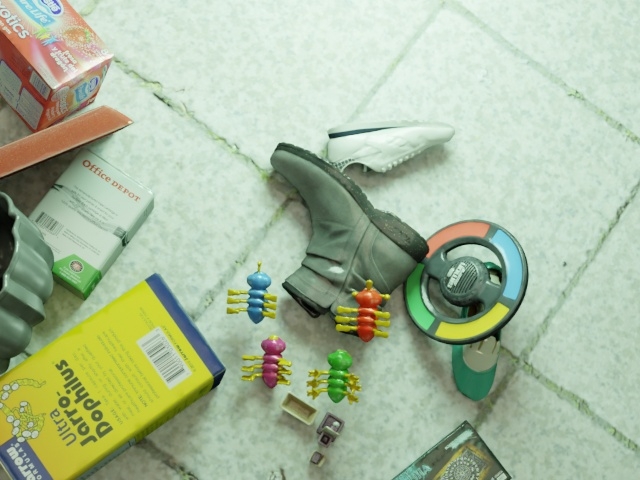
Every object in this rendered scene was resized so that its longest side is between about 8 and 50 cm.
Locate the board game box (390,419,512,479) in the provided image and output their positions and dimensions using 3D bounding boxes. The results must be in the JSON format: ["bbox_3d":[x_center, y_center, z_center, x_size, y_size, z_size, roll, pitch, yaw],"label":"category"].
[{"bbox_3d":[0.216,0.410,1.940,0.186,0.026,0.126,-35,83,-15],"label":"board game box"}]

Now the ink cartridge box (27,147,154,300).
[{"bbox_3d":[-0.398,-0.028,1.926,0.153,0.087,0.208,35,74,2],"label":"ink cartridge box"}]

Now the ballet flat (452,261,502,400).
[{"bbox_3d":[0.280,0.152,1.984,0.083,0.087,0.247,10,75,-8],"label":"ballet flat"}]

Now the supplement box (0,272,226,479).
[{"bbox_3d":[-0.352,0.241,1.809,0.356,0.194,0.195,-35,84,-15],"label":"supplement box"}]

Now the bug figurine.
[{"bbox_3d":[-0.020,0.156,1.901,0.279,0.072,0.216,9,96,13],"label":"bug figurine"}]

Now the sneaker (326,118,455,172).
[{"bbox_3d":[0.128,-0.170,2.054,0.235,0.090,0.095,-6,90,-6],"label":"sneaker"}]

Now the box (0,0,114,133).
[{"bbox_3d":[-0.512,-0.352,1.943,0.300,0.154,0.142,48,53,6],"label":"box"}]

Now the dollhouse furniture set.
[{"bbox_3d":[-0.022,0.308,1.901,0.114,0.081,0.091,32,73,0],"label":"dollhouse furniture set"}]

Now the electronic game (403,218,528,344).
[{"bbox_3d":[0.248,0.070,1.965,0.229,0.048,0.229,-14,61,27],"label":"electronic game"}]

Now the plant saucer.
[{"bbox_3d":[-0.444,-0.156,1.862,0.259,0.258,0.047,-24,98,-14],"label":"plant saucer"}]

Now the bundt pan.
[{"bbox_3d":[-0.536,0.090,1.752,0.124,0.331,0.331,39,67,-44],"label":"bundt pan"}]

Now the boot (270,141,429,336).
[{"bbox_3d":[0.000,0.000,1.973,0.338,0.118,0.222,38,84,10],"label":"boot"}]
